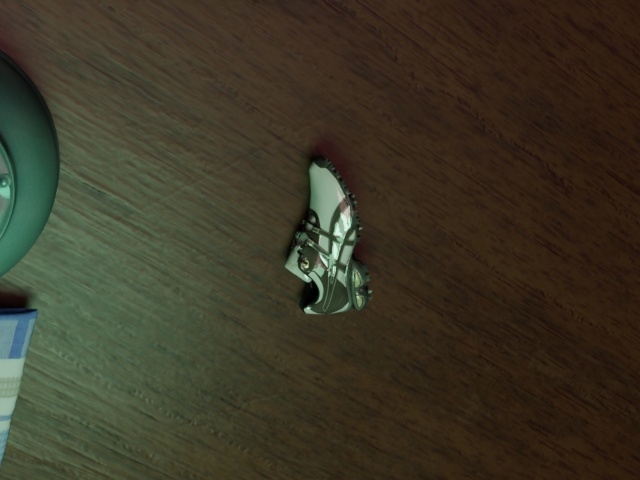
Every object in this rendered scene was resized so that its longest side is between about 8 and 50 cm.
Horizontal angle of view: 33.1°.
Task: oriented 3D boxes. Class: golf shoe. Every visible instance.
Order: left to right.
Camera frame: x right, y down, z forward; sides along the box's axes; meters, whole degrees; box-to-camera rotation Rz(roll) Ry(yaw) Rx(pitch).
[{"bbox_3d":[0.000,0.000,1.274,0.094,0.077,0.198,-16,108,-14],"label":"golf shoe"}]

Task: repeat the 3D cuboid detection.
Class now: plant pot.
[{"bbox_3d":[-0.395,-0.064,1.054,0.293,0.196,0.293,-5,104,-18],"label":"plant pot"}]

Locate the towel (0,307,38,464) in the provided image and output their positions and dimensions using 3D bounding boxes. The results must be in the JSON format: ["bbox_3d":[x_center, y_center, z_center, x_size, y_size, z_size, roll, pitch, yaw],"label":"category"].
[{"bbox_3d":[-0.428,0.201,1.163,0.209,0.034,0.285,5,110,-42],"label":"towel"}]
